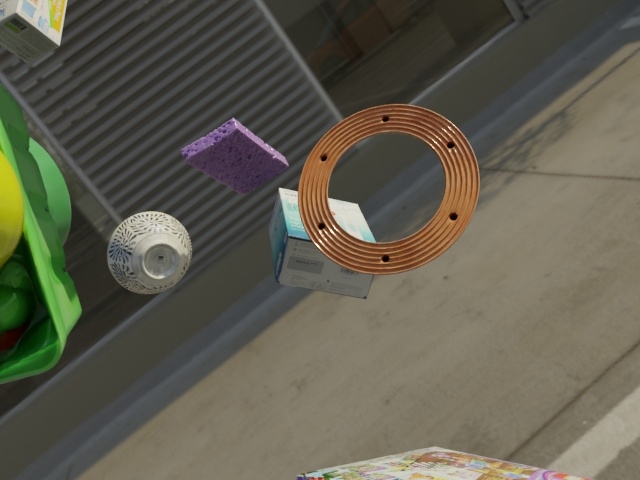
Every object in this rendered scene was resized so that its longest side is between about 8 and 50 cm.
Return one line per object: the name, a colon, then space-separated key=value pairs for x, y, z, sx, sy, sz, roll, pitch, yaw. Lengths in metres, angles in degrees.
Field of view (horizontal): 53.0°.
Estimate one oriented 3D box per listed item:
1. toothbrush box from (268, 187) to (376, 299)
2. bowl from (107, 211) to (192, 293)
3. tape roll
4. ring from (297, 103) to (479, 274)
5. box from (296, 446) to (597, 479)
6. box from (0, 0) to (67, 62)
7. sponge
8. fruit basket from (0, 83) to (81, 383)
toothbrush box: x=0.000 y=0.000 z=1.523 sx=0.295 sy=0.216 sz=0.126 roll=-106 pitch=30 yaw=-65
bowl: x=-0.323 y=0.032 z=1.252 sx=0.170 sy=0.170 sz=0.080 roll=-41 pitch=26 yaw=-15
tape roll: x=-0.680 y=-0.078 z=1.332 sx=0.321 sy=0.321 sz=0.077 roll=-31 pitch=8 yaw=22
ring: x=0.120 y=-0.096 z=1.178 sx=0.336 sy=0.337 sz=0.032 roll=-36 pitch=-24 yaw=2
box: x=0.138 y=0.254 z=0.611 sx=0.200 sy=0.057 sz=0.293 roll=0 pitch=-10 yaw=35
box: x=-0.626 y=-0.507 z=1.378 sx=0.103 sy=0.114 sz=0.203 roll=-16 pitch=62 yaw=23
sponge: x=-0.157 y=-0.154 z=1.219 sx=0.117 sy=0.031 sz=0.210 roll=-29 pitch=-23 yaw=15
fruit basket: x=-0.409 y=-0.016 z=0.646 sx=0.282 sy=0.392 sz=0.392 roll=-16 pitch=16 yaw=2
